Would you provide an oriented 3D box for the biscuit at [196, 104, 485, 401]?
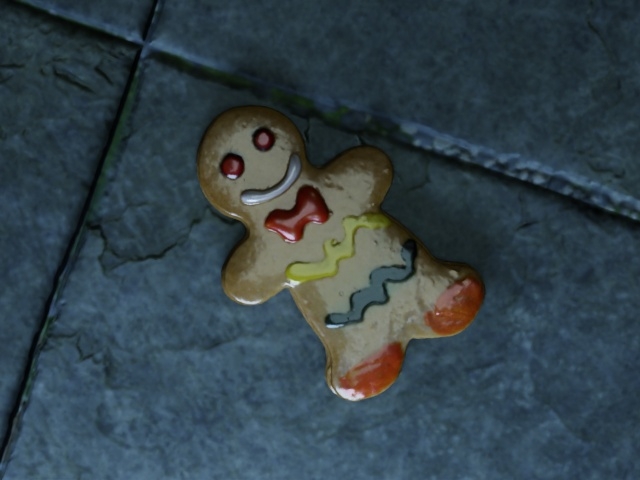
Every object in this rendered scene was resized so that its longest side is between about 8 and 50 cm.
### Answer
[{"bbox_3d":[0.000,0.000,1.473,0.165,0.036,0.250,-40,93,-2],"label":"biscuit"}]
